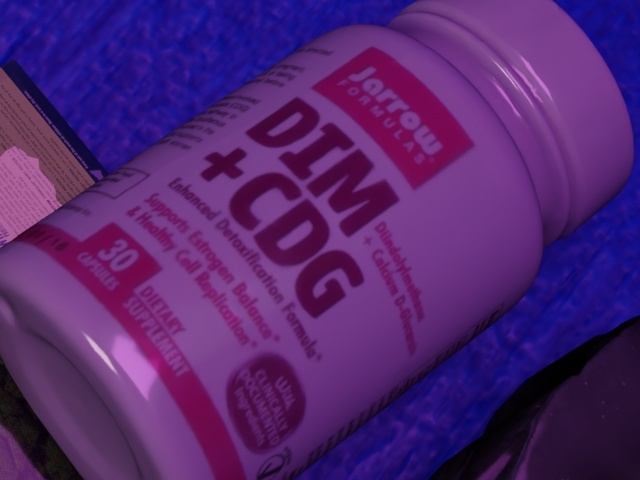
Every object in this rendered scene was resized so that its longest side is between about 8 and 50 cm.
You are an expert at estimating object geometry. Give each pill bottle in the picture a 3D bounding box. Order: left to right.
[{"bbox_3d":[0.000,0.000,0.876,0.283,0.160,0.160,-36,85,-22],"label":"pill bottle"}]

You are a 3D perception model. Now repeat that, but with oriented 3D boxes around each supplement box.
[{"bbox_3d":[-0.155,-0.024,0.905,0.083,0.056,0.083,-38,82,-17],"label":"supplement box"}]

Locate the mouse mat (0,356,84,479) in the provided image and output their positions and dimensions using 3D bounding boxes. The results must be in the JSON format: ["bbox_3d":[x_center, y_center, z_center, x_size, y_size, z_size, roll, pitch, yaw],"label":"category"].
[{"bbox_3d":[-0.112,0.067,0.922,0.190,0.007,0.152,36,72,-1],"label":"mouse mat"}]

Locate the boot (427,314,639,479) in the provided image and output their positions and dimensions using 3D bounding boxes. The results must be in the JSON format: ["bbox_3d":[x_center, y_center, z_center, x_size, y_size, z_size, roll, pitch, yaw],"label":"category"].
[{"bbox_3d":[0.264,0.218,0.899,0.367,0.146,0.445,-38,81,-19],"label":"boot"}]
